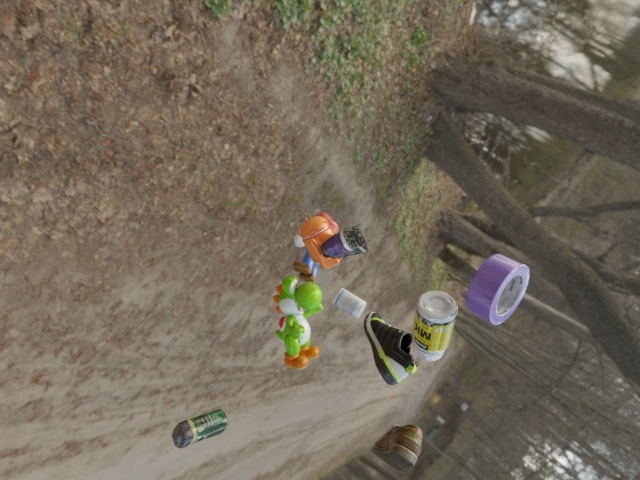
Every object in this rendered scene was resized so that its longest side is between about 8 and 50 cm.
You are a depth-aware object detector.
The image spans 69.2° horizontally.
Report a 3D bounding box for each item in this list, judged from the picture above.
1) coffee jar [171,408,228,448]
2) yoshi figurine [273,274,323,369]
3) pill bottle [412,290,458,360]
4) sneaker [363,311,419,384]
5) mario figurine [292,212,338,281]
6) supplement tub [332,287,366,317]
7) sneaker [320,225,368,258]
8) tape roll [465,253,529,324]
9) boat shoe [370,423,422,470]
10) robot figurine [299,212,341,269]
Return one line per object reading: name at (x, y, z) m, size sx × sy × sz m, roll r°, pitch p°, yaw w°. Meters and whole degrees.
coffee jar at (-0.428, 0.666, 1.646) m, size 0.184 × 0.079 × 0.096 m, roll 0°, pitch 137°, yaw -49°
yoshi figurine at (-0.065, 0.318, 1.866) m, size 0.203 × 0.204 × 0.361 m, roll -10°, pitch 99°, yaw -21°
pill bottle at (0.340, 0.263, 1.406) m, size 0.119 × 0.119 × 0.208 m, roll -36°, pitch 140°, yaw -34°
sneaker at (0.171, 0.238, 1.074) m, size 0.097 × 0.234 × 0.084 m, roll -32°, pitch 117°, yaw 9°
mario figurine at (-0.042, 0.015, 2.010) m, size 0.320 × 0.170 × 0.198 m, roll -68°, pitch -172°, yaw -30°
supplement tub at (0.105, 0.227, 1.685) m, size 0.071 × 0.107 × 0.071 m, roll -50°, pitch 159°, yaw -27°
sneaker at (0.083, 0.013, 1.710) m, size 0.124 × 0.107 × 0.283 m, roll -25°, pitch 168°, yaw 19°
tape roll at (0.500, 0.137, 1.310) m, size 0.189 × 0.080 × 0.188 m, roll -22°, pitch 126°, yaw -34°
boat shoe at (0.249, 0.645, 1.460) m, size 0.104 × 0.111 × 0.307 m, roll -54°, pitch 177°, yaw -27°
robot figurine at (0.000, 0.000, 1.783) m, size 0.158 × 0.219 × 0.128 m, roll -35°, pitch -167°, yaw -32°
